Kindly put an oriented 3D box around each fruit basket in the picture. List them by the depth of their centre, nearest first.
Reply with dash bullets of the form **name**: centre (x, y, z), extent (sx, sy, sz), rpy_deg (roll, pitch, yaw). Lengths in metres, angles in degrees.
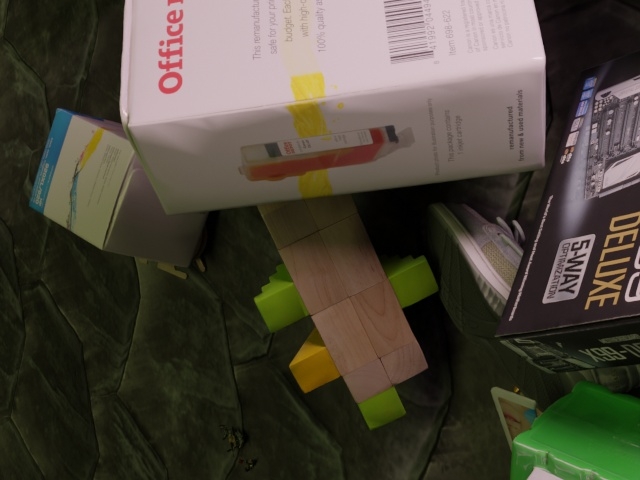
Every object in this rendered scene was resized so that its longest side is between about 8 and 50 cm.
- **fruit basket**: centre (0.305, 0.321, 1.136), extent (0.327, 0.165, 0.353), rpy_deg (18, 127, 49)

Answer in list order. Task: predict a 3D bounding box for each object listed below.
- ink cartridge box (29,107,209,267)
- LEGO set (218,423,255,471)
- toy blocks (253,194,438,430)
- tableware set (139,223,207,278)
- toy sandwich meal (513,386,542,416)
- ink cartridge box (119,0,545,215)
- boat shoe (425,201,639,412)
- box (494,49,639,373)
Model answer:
- **ink cartridge box**: centre (-0.300, -0.082, 1.892), extent (0.232, 0.171, 0.168), rpy_deg (25, 99, 45)
- **LEGO set**: centre (-0.122, 0.307, 1.861), extent (0.054, 0.023, 0.083), rpy_deg (-40, 75, 50)
- **toy blocks**: centre (0.000, 0.000, 1.471), extent (0.381, 0.190, 0.261), rpy_deg (65, 179, -33)
- **tableware set**: centre (-0.239, -0.017, 1.972), extent (0.194, 0.039, 0.128), rpy_deg (20, 98, 45)
- **toy sandwich meal**: centre (0.241, 0.162, 1.340), extent (0.085, 0.029, 0.086), rpy_deg (8, 100, 53)
- **ink cartridge box**: centre (0.012, -0.196, 1.225), extent (0.160, 0.384, 0.279), rpy_deg (76, -171, -54)
- **boat shoe**: centre (0.215, 0.063, 1.325), extent (0.320, 0.103, 0.118), rpy_deg (50, 150, 46)
- **box**: centre (0.300, -0.041, 1.070), extent (0.242, 0.076, 0.307), rpy_deg (-16, 46, 54)
